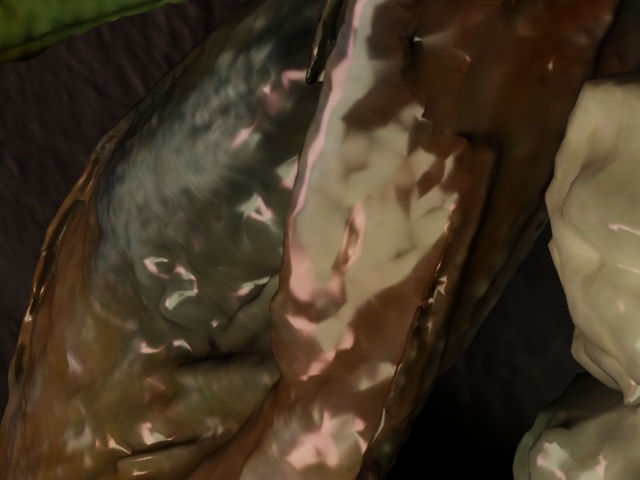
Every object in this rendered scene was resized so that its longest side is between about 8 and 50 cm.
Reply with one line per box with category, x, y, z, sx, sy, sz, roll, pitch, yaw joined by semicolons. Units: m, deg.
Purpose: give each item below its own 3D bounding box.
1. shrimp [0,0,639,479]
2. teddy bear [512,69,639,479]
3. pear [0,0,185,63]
shrimp;0.000;0.000;0.560;0.110;0.221;0.445;17;133;-27
teddy bear;0.175;0.147;0.484;0.327;0.375;0.362;33;116;28
pear;-0.209;-0.136;0.599;0.282;0.286;0.176;16;124;55
